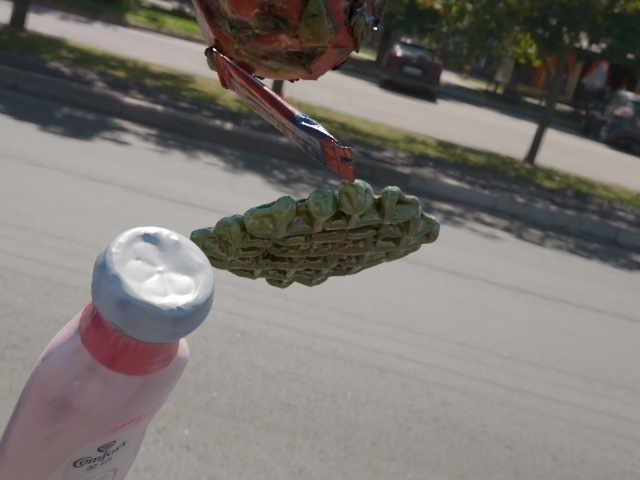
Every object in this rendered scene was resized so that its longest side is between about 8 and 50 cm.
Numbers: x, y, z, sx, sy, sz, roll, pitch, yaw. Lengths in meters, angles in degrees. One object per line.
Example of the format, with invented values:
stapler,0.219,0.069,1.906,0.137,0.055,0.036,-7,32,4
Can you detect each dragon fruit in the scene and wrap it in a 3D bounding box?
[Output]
dragon fruit,-0.069,-0.400,1.208,0.296,0.314,0.263,-4,-17,15

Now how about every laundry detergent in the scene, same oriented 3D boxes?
laundry detergent,-0.168,0.121,0.682,0.088,0.335,0.159,43,41,10

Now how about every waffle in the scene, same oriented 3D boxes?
waffle,0.000,0.000,1.224,0.309,0.056,0.292,-19,-23,26

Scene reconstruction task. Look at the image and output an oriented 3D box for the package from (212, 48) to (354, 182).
package,-0.041,-0.137,0.998,0.200,0.022,0.083,38,-11,17
